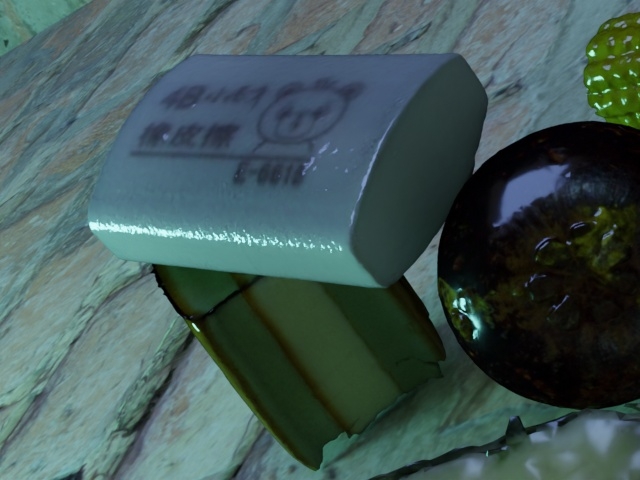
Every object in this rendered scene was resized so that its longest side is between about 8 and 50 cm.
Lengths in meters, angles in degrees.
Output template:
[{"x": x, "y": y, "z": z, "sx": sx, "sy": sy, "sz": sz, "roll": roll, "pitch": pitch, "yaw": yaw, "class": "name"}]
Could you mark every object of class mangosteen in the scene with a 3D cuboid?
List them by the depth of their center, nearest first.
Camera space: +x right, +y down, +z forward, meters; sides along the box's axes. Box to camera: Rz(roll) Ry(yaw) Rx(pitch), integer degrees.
[{"x": 0.178, "y": 0.016, "z": 1.312, "sx": 0.192, "sy": 0.192, "sz": 0.217, "roll": -34, "pitch": -5, "yaw": 11, "class": "mangosteen"}]

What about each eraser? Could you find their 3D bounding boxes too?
[{"x": -0.027, "y": -0.056, "z": 1.416, "sx": 0.270, "sy": 0.095, "sz": 0.174, "roll": 4, "pitch": 54, "yaw": 44, "class": "eraser"}]

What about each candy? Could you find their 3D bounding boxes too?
[{"x": 0.311, "y": -0.143, "z": 1.561, "sx": 0.199, "sy": 0.094, "sz": 0.106, "roll": -6, "pitch": 34, "yaw": 45, "class": "candy"}]

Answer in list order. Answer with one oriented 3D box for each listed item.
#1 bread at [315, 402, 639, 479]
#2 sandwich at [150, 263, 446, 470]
[{"x": 0.063, "y": 0.254, "z": 0.816, "sx": 0.248, "sy": 0.279, "sz": 0.315, "roll": -19, "pitch": 13, "yaw": 28, "class": "bread"}, {"x": -0.022, "y": 0.037, "z": 1.561, "sx": 0.155, "sy": 0.198, "sz": 0.227, "roll": -35, "pitch": 33, "yaw": 4, "class": "sandwich"}]
